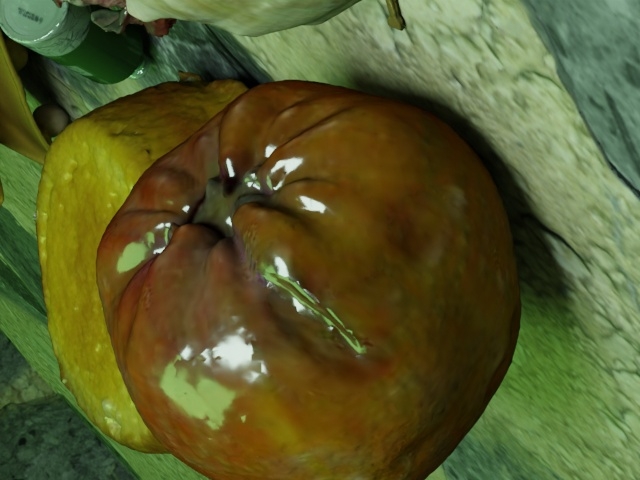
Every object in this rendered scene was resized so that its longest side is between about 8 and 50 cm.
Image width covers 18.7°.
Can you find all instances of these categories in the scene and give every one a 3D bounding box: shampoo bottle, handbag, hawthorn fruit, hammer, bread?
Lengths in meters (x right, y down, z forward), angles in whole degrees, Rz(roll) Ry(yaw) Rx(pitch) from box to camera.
[{"bbox_3d":[-0.192,-0.167,1.571,0.065,0.065,0.204,45,-173,17],"label":"shampoo bottle"},{"bbox_3d":[-0.395,-0.234,1.943,0.283,0.133,0.401,47,164,29],"label":"handbag"},{"bbox_3d":[0.011,0.050,1.261,0.277,0.277,0.298,33,167,46],"label":"hawthorn fruit"},{"bbox_3d":[0.034,-0.165,1.142,0.029,0.014,0.123,50,169,36],"label":"hammer"},{"bbox_3d":[-0.103,0.027,1.517,0.312,0.172,0.312,29,125,52],"label":"bread"}]

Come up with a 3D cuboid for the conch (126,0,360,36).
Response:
[{"bbox_3d":[0.002,-0.226,0.800,0.186,0.324,0.263,-82,-30,-43],"label":"conch"}]

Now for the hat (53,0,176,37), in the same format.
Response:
[{"bbox_3d":[-0.177,-0.227,1.392,0.286,0.107,0.237,43,180,42],"label":"hat"}]
